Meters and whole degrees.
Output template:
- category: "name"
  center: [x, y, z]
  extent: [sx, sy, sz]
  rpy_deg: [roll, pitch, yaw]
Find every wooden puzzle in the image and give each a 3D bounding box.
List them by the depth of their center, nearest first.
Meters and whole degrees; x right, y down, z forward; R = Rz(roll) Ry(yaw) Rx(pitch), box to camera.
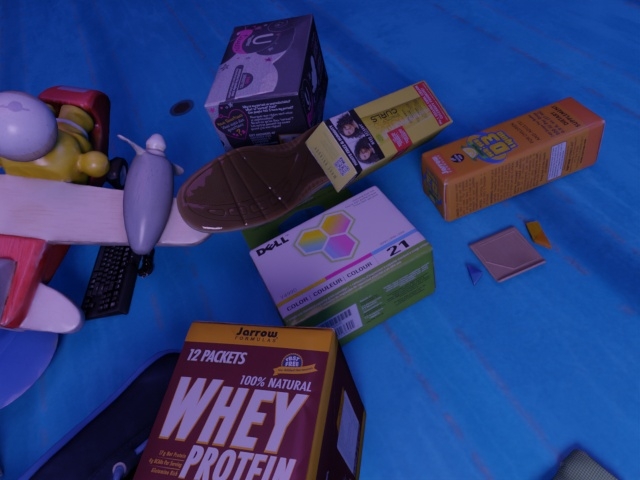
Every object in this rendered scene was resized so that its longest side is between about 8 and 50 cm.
- category: "wooden puzzle"
  center: [0.237, 0.018, 0.603]
  extent: [0.116, 0.014, 0.079]
  rpy_deg: [-17, 45, 1]

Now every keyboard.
- category: "keyboard"
  center: [-0.306, 0.037, 0.731]
  extent: [0.108, 0.023, 0.180]
  rpy_deg: [-10, 50, 7]

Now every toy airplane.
- category: "toy airplane"
  center: [-0.395, -0.066, 0.645]
  extent: [0.386, 0.273, 0.384]
  rpy_deg: [-32, 66, -31]

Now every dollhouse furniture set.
- category: "dollhouse furniture set"
  center: [0.257, 0.240, 0.382]
  extent: [0.076, 0.059, 0.151]
  rpy_deg: [-39, 52, -18]

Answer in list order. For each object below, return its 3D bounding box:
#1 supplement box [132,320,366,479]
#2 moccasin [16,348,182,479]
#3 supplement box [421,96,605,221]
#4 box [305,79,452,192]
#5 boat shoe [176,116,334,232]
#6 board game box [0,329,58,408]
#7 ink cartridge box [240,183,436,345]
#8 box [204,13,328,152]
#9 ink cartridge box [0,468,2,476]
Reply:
- category: "supplement box"
  center: [-0.046, 0.201, 0.408]
  extent: [0.128, 0.194, 0.192]
  rpy_deg: [0, 51, 16]
- category: "moccasin"
  center: [-0.170, 0.218, 0.402]
  extent: [0.116, 0.138, 0.342]
  rpy_deg: [13, 36, 12]
- category: "supplement box"
  center: [0.262, -0.113, 0.661]
  extent: [0.233, 0.080, 0.078]
  rpy_deg: [-23, 47, -1]
- category: "box"
  center: [0.092, -0.157, 0.690]
  extent: [0.232, 0.058, 0.087]
  rpy_deg: [-30, 86, -36]
- category: "boat shoe"
  center: [-0.066, -0.088, 0.692]
  extent: [0.302, 0.098, 0.109]
  rpy_deg: [-31, 90, -26]
- category: "board game box"
  center: [-0.435, 0.171, 0.651]
  extent: [0.168, 0.033, 0.133]
  rpy_deg: [3, 46, 14]
- category: "ink cartridge box"
  center: [0.000, 0.000, 0.627]
  extent: [0.188, 0.097, 0.255]
  rpy_deg: [-28, 50, -8]
- category: "box"
  center: [-0.086, -0.268, 0.842]
  extent: [0.163, 0.142, 0.248]
  rpy_deg: [-3, 50, 12]
- category: "ink cartridge box"
  center: [-0.450, 0.279, 0.550]
  extent: [0.122, 0.052, 0.088]
  rpy_deg: [-41, 53, -17]
